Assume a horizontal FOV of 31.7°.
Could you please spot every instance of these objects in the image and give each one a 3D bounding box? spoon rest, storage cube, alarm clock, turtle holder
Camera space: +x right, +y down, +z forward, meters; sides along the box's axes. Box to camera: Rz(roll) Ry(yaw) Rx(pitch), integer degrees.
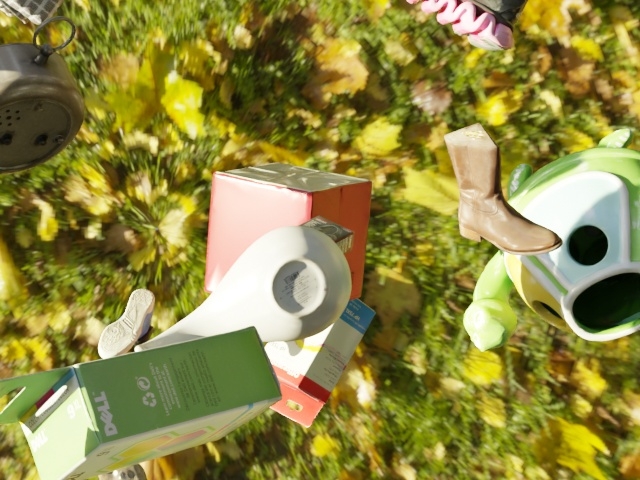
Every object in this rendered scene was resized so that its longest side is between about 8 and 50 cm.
[{"bbox_3d":[-0.091,0.082,1.338,0.276,0.084,0.137,-27,98,-15],"label":"spoon rest"},{"bbox_3d":[-0.052,-0.008,1.759,0.215,0.183,0.193,14,106,31],"label":"storage cube"},{"bbox_3d":[-0.270,-0.127,1.012,0.129,0.192,0.064,-2,50,-45],"label":"alarm clock"},{"bbox_3d":[0.344,0.017,1.520,0.320,0.227,0.243,-7,129,6],"label":"turtle holder"}]

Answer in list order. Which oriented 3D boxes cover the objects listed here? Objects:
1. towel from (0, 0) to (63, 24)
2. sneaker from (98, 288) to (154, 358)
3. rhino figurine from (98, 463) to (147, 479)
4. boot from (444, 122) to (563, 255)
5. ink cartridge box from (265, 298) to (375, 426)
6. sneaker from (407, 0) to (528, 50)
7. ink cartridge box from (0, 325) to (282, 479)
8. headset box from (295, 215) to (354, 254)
[{"bbox_3d":[-0.394,-0.456,1.518,0.284,0.121,0.235,-55,142,-5],"label":"towel"},{"bbox_3d":[-0.320,0.159,1.873,0.058,0.085,0.152,17,45,7],"label":"sneaker"},{"bbox_3d":[-0.233,0.241,1.427,0.106,0.073,0.243,9,45,3],"label":"rhino figurine"},{"bbox_3d":[0.162,-0.046,1.003,0.037,0.106,0.114,-45,136,-43],"label":"boot"},{"bbox_3d":[-0.021,0.192,1.957,0.078,0.134,0.231,38,77,-37],"label":"ink cartridge box"},{"bbox_3d":[0.072,-0.161,0.657,0.119,0.047,0.057,30,95,-14],"label":"sneaker"},{"bbox_3d":[-0.144,0.125,0.811,0.209,0.109,0.062,-9,70,-39],"label":"ink cartridge box"},{"bbox_3d":[0.000,0.000,1.496,0.083,0.062,0.032,-27,134,-45],"label":"headset box"}]
